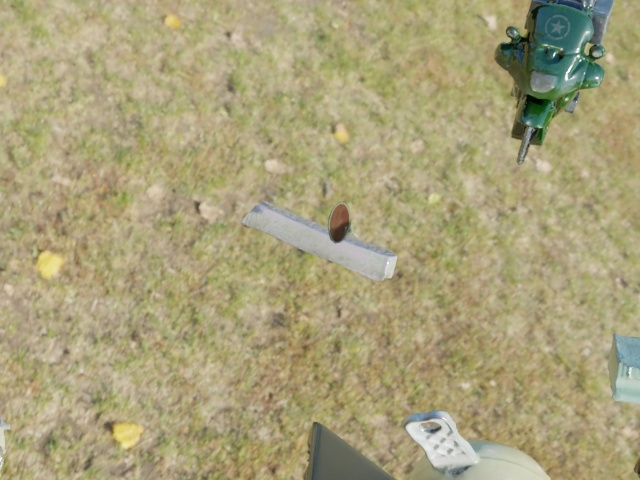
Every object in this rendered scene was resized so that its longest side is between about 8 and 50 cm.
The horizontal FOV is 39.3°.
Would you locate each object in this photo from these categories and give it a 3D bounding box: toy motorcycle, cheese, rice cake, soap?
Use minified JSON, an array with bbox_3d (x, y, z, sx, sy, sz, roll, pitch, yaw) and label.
[{"bbox_3d":[0.282,-0.230,1.078,0.125,0.187,0.274,17,50,12],"label":"toy motorcycle"},{"bbox_3d":[0.145,0.265,0.997,0.249,0.163,0.070,36,42,-28],"label":"cheese"},{"bbox_3d":[0.000,0.000,2.031,0.365,0.072,0.056,21,23,-3],"label":"rice cake"},{"bbox_3d":[0.528,0.198,1.313,0.198,0.063,0.114,7,23,8],"label":"soap"}]

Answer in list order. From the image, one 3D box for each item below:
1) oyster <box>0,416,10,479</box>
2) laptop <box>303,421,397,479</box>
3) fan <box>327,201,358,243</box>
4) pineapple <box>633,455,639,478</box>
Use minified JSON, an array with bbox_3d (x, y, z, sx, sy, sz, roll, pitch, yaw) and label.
[{"bbox_3d":[-0.288,0.120,0.631,0.177,0.056,0.105,45,26,-18],"label":"oyster"},{"bbox_3d":[0.061,0.201,0.584,0.180,0.016,0.129,37,16,-8],"label":"laptop"},{"bbox_3d":[0.049,-0.027,1.789,0.133,0.005,0.085,36,68,-56],"label":"fan"},{"bbox_3d":[0.444,0.341,1.000,0.128,0.128,0.248,-21,92,-43],"label":"pineapple"}]
